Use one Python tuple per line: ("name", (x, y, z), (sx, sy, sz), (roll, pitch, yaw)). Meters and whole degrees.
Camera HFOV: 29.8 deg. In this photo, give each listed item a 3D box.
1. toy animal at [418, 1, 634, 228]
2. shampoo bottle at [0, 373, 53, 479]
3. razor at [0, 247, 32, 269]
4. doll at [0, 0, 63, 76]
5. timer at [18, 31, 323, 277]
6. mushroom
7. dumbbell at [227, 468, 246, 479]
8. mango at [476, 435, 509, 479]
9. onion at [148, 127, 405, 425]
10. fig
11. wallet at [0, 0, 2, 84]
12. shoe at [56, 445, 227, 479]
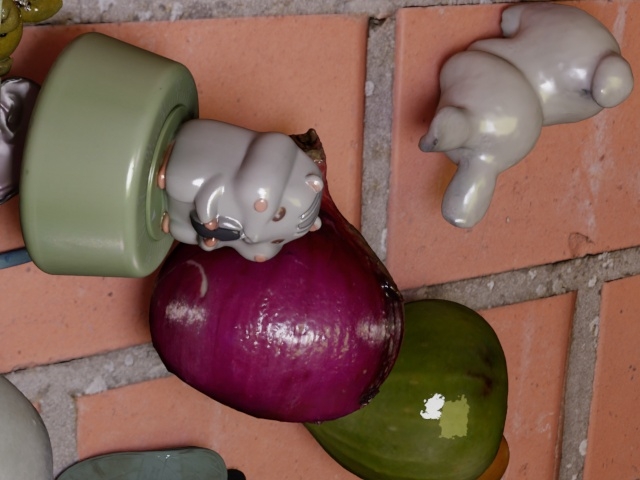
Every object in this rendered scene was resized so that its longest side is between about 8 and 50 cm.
("toy animal", (0.284, -0.190, 1.775), (0.367, 0.241, 0.196), (-37, 122, -19))
("shampoo bottle", (-0.477, 0.266, 1.354), (0.317, 0.322, 0.322), (29, 89, -44))
("razor", (-0.405, 0.027, 1.507), (0.135, 0.040, 0.068), (-15, 115, -37))
("doll", (-0.360, -0.293, 1.387), (0.137, 0.097, 0.209), (37, 78, -32))
("timer", (-0.151, -0.071, 1.403), (0.315, 0.291, 0.291), (13, 102, 8))
("mushroom", (-0.395, -0.112, 1.409), (0.188, 0.117, 0.141), (-38, 98, -11))
("dumbbell", (-0.124, 0.386, 1.799), (0.069, 0.069, 0.147), (-49, 126, -11))
("mango", (0.211, 0.370, 1.997), (0.221, 0.120, 0.151), (-15, 116, -22))
("onion", (-0.049, 0.043, 1.581), (0.348, 0.348, 0.385), (2, 98, -35))
("fig", (0.123, 0.233, 1.797), (0.316, 0.316, 0.316), (-12, 113, -31))
("wallet", (-0.461, -0.144, 1.303), (0.223, 0.077, 0.309), (3, 94, -11))
("shoe", (-0.257, 0.354, 1.691), (0.251, 0.103, 0.100), (-9, 155, -19))
